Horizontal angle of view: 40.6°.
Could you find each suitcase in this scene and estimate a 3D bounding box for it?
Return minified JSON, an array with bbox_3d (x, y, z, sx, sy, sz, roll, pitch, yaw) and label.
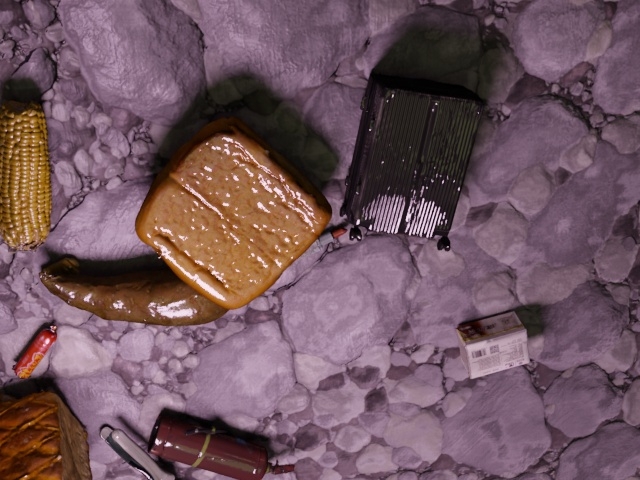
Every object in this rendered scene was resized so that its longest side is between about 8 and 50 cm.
[{"bbox_3d":[0.187,-0.165,1.792,0.230,0.152,0.335,6,115,-13],"label":"suitcase"}]

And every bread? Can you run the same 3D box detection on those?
[{"bbox_3d":[-0.557,0.070,1.853,0.088,0.033,0.049,-24,123,2],"label":"bread"},{"bbox_3d":[-0.661,0.512,1.897,0.279,0.279,0.207,-18,134,1],"label":"bread"},{"bbox_3d":[-0.187,-0.055,1.771,0.337,0.148,0.328,39,97,-19],"label":"bread"}]

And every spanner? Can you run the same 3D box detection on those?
[{"bbox_3d":[-0.407,0.559,2.090,0.325,0.096,0.040,51,56,-24],"label":"spanner"}]

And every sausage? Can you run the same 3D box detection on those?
[{"bbox_3d":[-0.627,0.244,1.922,0.050,0.048,0.145,33,105,-28],"label":"sausage"}]

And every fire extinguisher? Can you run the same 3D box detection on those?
[{"bbox_3d":[-0.233,0.505,2.069,0.341,0.105,0.141,20,155,-15],"label":"fire extinguisher"}]

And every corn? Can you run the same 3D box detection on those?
[{"bbox_3d":[-0.587,-0.121,1.713,0.115,0.115,0.317,2,115,-11],"label":"corn"}]

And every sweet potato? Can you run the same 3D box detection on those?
[{"bbox_3d":[-0.383,0.118,1.854,0.423,0.130,0.130,5,115,-8],"label":"sweet potato"}]

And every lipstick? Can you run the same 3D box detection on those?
[{"bbox_3d":[0.001,0.001,1.911,0.129,0.030,0.030,-25,117,3],"label":"lipstick"}]

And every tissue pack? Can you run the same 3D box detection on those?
[{"bbox_3d":[0.410,0.248,2.062,0.149,0.099,0.106,-15,119,-2],"label":"tissue pack"}]

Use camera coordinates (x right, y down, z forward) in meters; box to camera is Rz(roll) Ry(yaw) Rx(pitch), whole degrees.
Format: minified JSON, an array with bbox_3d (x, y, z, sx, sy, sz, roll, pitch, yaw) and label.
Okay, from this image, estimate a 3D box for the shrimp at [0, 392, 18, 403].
[{"bbox_3d":[-0.760,0.375,1.973,0.180,0.041,0.099,28,123,-22],"label":"shrimp"}]
